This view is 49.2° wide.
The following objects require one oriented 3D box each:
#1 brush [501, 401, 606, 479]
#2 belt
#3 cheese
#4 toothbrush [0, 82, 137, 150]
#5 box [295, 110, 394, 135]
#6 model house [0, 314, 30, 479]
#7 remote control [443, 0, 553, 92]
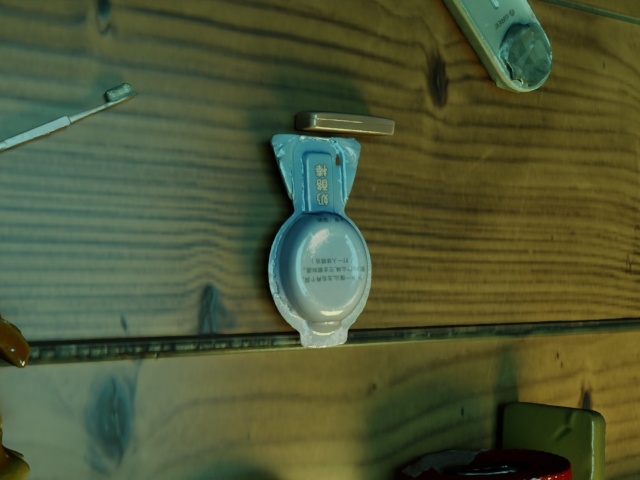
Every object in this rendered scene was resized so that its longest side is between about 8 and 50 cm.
[{"bbox_3d":[0.300,0.309,0.900,0.059,0.123,0.197,6,85,-47],"label":"brush"},{"bbox_3d":[0.199,0.323,0.831,0.201,0.128,0.124,-3,88,-3],"label":"belt"},{"bbox_3d":[0.000,0.000,0.804,0.135,0.052,0.244,0,86,-30],"label":"cheese"},{"bbox_3d":[-0.269,-0.113,0.690,0.194,0.014,0.017,-32,102,-25],"label":"toothbrush"},{"bbox_3d":[0.030,-0.139,0.829,0.115,0.048,0.025,-1,94,-27],"label":"box"},{"bbox_3d":[-0.361,0.095,0.537,0.220,0.199,0.229,-16,99,-40],"label":"model house"},{"bbox_3d":[0.227,-0.309,0.940,0.104,0.052,0.247,-43,107,-22],"label":"remote control"}]
